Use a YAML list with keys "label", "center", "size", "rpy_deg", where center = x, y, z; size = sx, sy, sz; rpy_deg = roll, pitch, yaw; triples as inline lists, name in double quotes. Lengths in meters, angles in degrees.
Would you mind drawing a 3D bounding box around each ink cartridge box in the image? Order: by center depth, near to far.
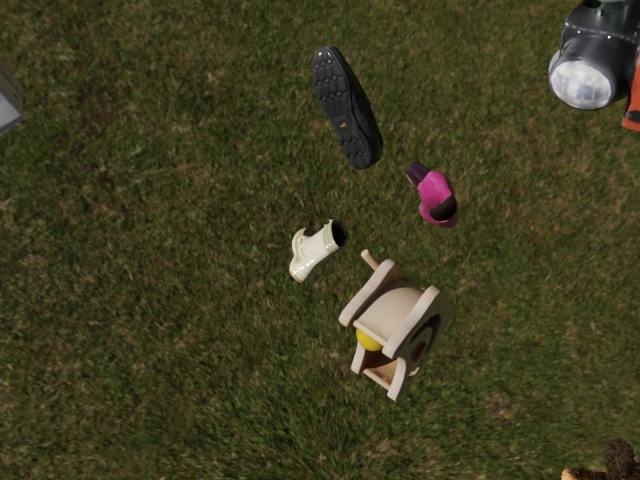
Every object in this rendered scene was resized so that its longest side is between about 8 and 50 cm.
- label: "ink cartridge box"
  center: [-0.523, -0.240, 0.862]
  size: [0.092, 0.160, 0.219]
  rpy_deg: [-37, 35, -5]

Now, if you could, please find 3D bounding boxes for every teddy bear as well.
- label: "teddy bear"
  center: [0.645, 0.492, 1.145]
  size: [0.338, 0.245, 0.113]
  rpy_deg: [-9, 22, 22]

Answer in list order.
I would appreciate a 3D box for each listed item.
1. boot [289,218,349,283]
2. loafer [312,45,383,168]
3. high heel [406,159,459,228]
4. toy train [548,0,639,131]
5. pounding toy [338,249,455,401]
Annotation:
- label: "boot"
  center: [0.000, 0.000, 1.544]
  size: [0.077, 0.165, 0.213]
  rpy_deg: [38, 28, -18]
- label: "loafer"
  center: [0.051, -0.235, 1.048]
  size: [0.076, 0.223, 0.078]
  rpy_deg: [-8, 25, 40]
- label: "high heel"
  center: [0.259, -0.068, 1.214]
  size: [0.082, 0.244, 0.117]
  rpy_deg: [-40, 50, -1]
- label: "toy train"
  center: [0.321, -0.215, 0.473]
  size: [0.190, 0.142, 0.334]
  rpy_deg: [26, 65, 31]
- label: "pounding toy"
  center: [0.076, 0.108, 0.799]
  size: [0.155, 0.269, 0.154]
  rpy_deg: [32, 88, 24]
